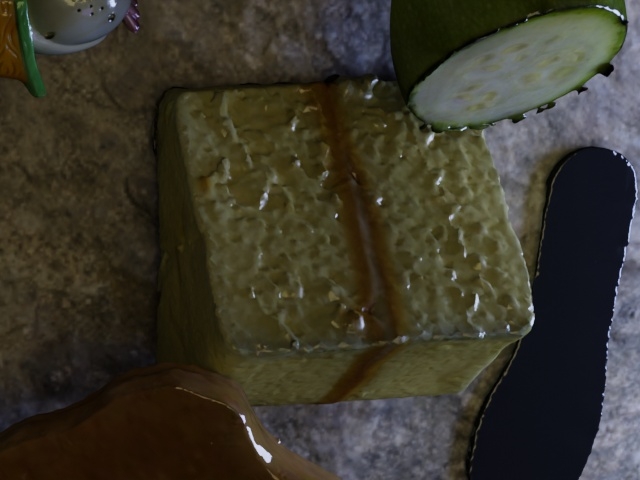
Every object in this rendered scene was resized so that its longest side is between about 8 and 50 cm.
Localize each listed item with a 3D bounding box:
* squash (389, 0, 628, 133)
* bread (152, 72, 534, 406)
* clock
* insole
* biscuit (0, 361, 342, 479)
[{"bbox_3d":[0.111,-0.234,1.471,0.189,0.189,0.260,-11,71,-21],"label":"squash"},{"bbox_3d":[0.000,0.000,1.509,0.263,0.198,0.236,-2,69,-24],"label":"bread"},{"bbox_3d":[-0.198,-0.212,1.362,0.144,0.103,0.231,-11,108,-22],"label":"clock"},{"bbox_3d":[0.192,0.093,1.645,0.119,0.009,0.348,8,98,-26],"label":"insole"},{"bbox_3d":[-0.134,0.280,1.454,0.385,0.062,0.365,-38,111,15],"label":"biscuit"}]
